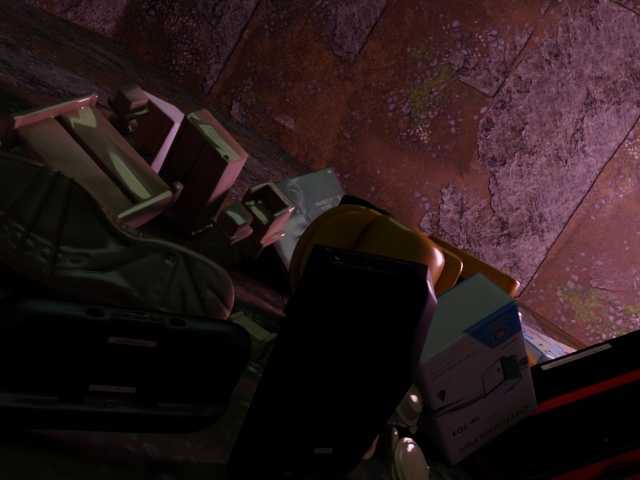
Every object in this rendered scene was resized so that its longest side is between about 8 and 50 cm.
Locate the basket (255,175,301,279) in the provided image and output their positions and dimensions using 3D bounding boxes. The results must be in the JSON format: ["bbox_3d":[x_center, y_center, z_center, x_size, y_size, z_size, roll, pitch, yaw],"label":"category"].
[{"bbox_3d":[0.010,0.023,1.344,0.226,0.154,0.204,36,25,-1],"label":"basket"}]

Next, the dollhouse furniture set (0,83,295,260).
[{"bbox_3d":[-0.271,-0.037,1.108,0.303,0.174,0.355,46,43,13],"label":"dollhouse furniture set"}]

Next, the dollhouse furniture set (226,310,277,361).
[{"bbox_3d":[-0.029,0.120,0.871,0.181,0.101,0.161,33,10,9],"label":"dollhouse furniture set"}]

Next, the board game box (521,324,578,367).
[{"bbox_3d":[0.374,0.248,1.330,0.275,0.142,0.144,25,12,-32],"label":"board game box"}]

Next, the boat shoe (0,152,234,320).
[{"bbox_3d":[-0.237,0.017,0.809,0.302,0.109,0.098,28,-29,-19],"label":"boat shoe"}]

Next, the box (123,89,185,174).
[{"bbox_3d":[-0.294,-0.175,1.438,0.091,0.130,0.170,22,13,-45],"label":"box"}]

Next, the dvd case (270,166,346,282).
[{"bbox_3d":[0.000,0.000,1.249,0.164,0.018,0.221,-20,77,-33],"label":"dvd case"}]

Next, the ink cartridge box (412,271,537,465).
[{"bbox_3d":[0.173,0.156,0.959,0.082,0.139,0.191,43,-21,53],"label":"ink cartridge box"}]

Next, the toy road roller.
[{"bbox_3d":[0.114,0.080,1.058,0.329,0.203,0.240,28,-6,-2],"label":"toy road roller"}]

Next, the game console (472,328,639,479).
[{"bbox_3d":[0.378,0.213,1.021,0.342,0.386,0.060,-89,159,-82],"label":"game console"}]

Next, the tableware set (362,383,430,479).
[{"bbox_3d":[0.067,0.181,0.820,0.169,0.020,0.141,45,37,-31],"label":"tableware set"}]

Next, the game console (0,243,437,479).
[{"bbox_3d":[-0.075,0.092,0.606,0.361,0.213,0.044,11,20,-33],"label":"game console"}]
